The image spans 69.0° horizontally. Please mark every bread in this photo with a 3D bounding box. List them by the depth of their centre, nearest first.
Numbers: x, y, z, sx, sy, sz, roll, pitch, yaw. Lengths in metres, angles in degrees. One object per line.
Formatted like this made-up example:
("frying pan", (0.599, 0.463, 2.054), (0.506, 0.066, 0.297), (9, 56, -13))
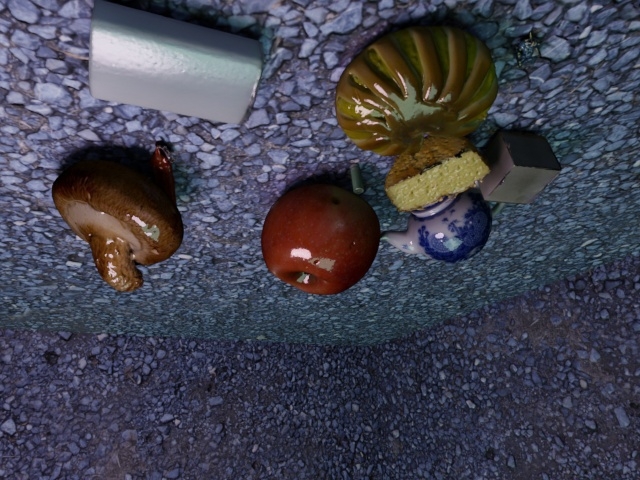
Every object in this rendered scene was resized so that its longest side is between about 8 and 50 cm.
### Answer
("bread", (0.191, -0.287, 0.958), (0.333, 0.160, 0.333), (-5, 154, -3))
("bread", (0.294, -0.190, 1.224), (0.260, 0.147, 0.160), (-26, 140, 29))

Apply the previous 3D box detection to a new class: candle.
("candle", (-0.409, -0.158, 1.215), (0.059, 0.084, 0.301), (-30, 160, -28))

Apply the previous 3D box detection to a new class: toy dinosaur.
("toy dinosaur", (0.426, -0.385, 0.954), (0.047, 0.030, 0.083), (-14, 155, 22))

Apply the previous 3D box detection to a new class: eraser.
("eraser", (-0.263, -0.312, 0.859), (0.290, 0.104, 0.189), (6, 157, -24))

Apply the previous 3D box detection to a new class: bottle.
("bottle", (0.099, -0.170, 1.279), (0.030, 0.083, 0.030), (-6, 156, -3))

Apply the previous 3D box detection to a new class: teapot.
("teapot", (0.371, -0.081, 1.394), (0.424, 0.252, 0.280), (-33, 111, 11))

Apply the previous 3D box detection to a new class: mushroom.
("mushroom", (-0.509, -0.063, 1.177), (0.345, 0.239, 0.345), (2, 123, 3))

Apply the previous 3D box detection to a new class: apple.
("apple", (0.000, 0.000, 1.353), (0.348, 0.277, 0.348), (14, 153, 7))

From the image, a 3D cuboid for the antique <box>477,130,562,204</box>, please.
("antique", (0.515, -0.197, 1.238), (0.147, 0.148, 0.152), (4, 145, -15))
